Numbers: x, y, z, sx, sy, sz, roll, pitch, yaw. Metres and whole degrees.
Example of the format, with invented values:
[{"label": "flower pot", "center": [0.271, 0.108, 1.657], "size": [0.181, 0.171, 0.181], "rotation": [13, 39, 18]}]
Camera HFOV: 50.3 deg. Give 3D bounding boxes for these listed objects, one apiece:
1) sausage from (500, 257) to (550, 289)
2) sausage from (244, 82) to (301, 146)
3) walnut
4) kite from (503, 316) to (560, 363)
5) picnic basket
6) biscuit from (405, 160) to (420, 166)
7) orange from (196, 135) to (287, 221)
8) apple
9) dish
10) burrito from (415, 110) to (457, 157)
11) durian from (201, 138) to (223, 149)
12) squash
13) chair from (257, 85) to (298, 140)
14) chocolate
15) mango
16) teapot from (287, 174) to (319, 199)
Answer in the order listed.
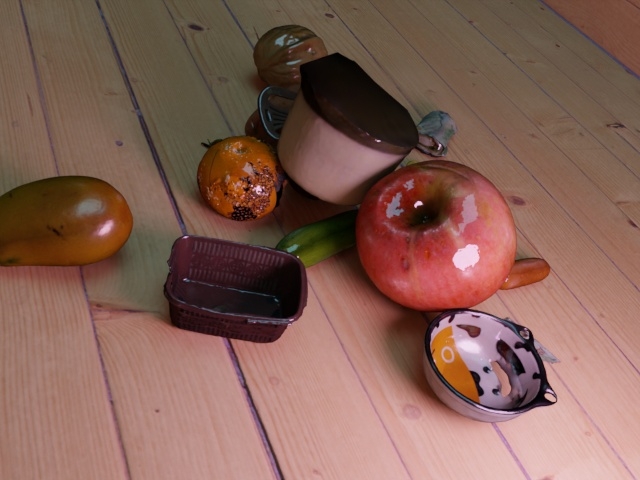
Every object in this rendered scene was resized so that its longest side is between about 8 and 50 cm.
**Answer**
[{"label": "sausage", "center": [0.537, 0.087, 1.820], "size": [0.197, 0.076, 0.076], "rotation": [-8, 47, -32]}, {"label": "sausage", "center": [-0.116, -0.376, 2.046], "size": [0.121, 0.121, 0.304], "rotation": [28, 41, 10]}, {"label": "walnut", "center": [-0.100, -0.598, 2.242], "size": [0.225, 0.225, 0.261], "rotation": [39, 48, 22]}, {"label": "kite", "center": [0.474, 0.274, 1.627], "size": [0.229, 0.012, 0.250], "rotation": [13, 41, -7]}, {"label": "picnic basket", "center": [-0.182, 0.117, 1.437], "size": [0.296, 0.129, 0.222], "rotation": [11, 41, -10]}, {"label": "biscuit", "center": [0.303, -0.215, 2.110], "size": [0.084, 0.023, 0.084], "rotation": [12, 40, -10]}, {"label": "orange", "center": [-0.197, -0.161, 1.719], "size": [0.234, 0.182, 0.234], "rotation": [1, 51, -1]}, {"label": "apple", "center": [0.273, 0.000, 1.593], "size": [0.363, 0.364, 0.364], "rotation": [12, 40, -10]}, {"label": "dish", "center": [0.338, 0.285, 1.466], "size": [0.303, 0.120, 0.303], "rotation": [12, 41, -10]}, {"label": "burrito", "center": [0.382, -0.368, 2.275], "size": [0.144, 0.089, 0.229], "rotation": [28, 41, 6]}, {"label": "durian", "center": [-0.249, -0.226, 1.871], "size": [0.215, 0.086, 0.100], "rotation": [30, 6, 8]}, {"label": "squash", "center": [0.000, 0.000, 1.676], "size": [0.378, 0.101, 0.101], "rotation": [-26, 57, -40]}, {"label": "chair", "center": [0.003, -0.364, 1.937], "size": [0.326, 0.183, 0.176], "rotation": [3, 69, -50]}, {"label": "chocolate", "center": [0.033, -0.244, 1.669], "size": [0.326, 0.297, 0.314], "rotation": [45, 30, -1]}, {"label": "mango", "center": [-0.559, -0.035, 1.431], "size": [0.317, 0.173, 0.211], "rotation": [-11, 53, -16]}, {"label": "teapot", "center": [0.002, -0.181, 1.878], "size": [0.252, 0.135, 0.178], "rotation": [37, 73, -8]}]
